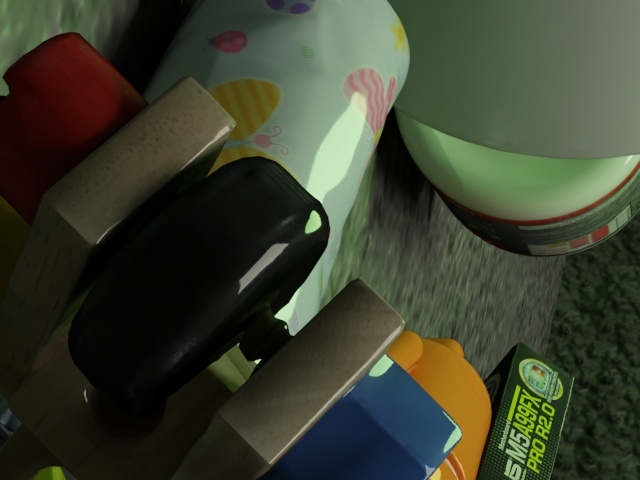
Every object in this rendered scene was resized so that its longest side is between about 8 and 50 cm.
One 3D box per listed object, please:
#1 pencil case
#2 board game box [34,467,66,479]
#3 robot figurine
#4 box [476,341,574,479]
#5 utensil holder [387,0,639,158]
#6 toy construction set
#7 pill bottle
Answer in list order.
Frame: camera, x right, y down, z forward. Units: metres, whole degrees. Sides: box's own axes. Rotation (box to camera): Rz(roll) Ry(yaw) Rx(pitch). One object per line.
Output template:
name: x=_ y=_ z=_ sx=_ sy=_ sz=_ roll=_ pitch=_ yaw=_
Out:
pencil case: x=-0.043 y=-0.003 z=0.787 sx=0.124 sy=0.113 sz=0.273 roll=101 pitch=6 yaw=-53
board game box: x=-0.104 y=0.166 z=0.726 sx=0.181 sy=0.043 sz=0.092 roll=82 pitch=-1 yaw=-57
robot figurine: x=0.052 y=0.153 z=1.339 sx=0.158 sy=0.128 sz=0.219 roll=-55 pitch=-174 yaw=35
box: x=0.095 y=0.240 z=1.497 sx=0.270 sy=0.060 sz=0.216 roll=-55 pitch=-174 yaw=35
utensil holder: x=0.136 y=-0.274 z=0.920 sx=0.385 sy=0.327 sz=0.327 roll=88 pitch=16 yaw=-50
toy construction set: x=-0.047 y=0.096 z=0.449 sx=0.237 sy=0.309 sz=0.257 roll=48 pitch=60 yaw=-81
pill bottle: x=0.187 y=-0.096 z=1.573 sx=0.363 sy=0.210 sz=0.210 roll=38 pitch=62 yaw=-77
